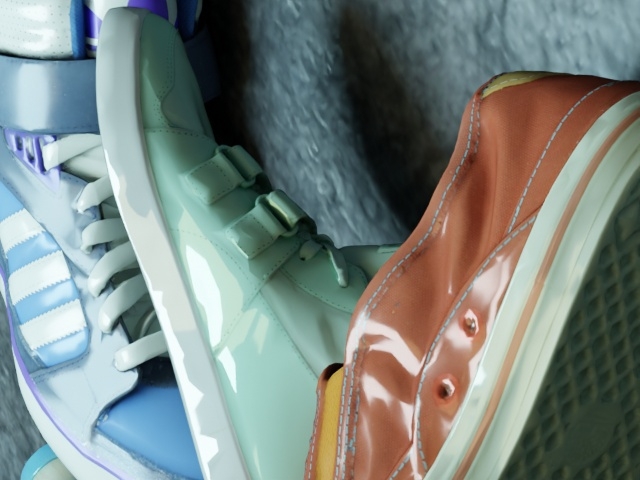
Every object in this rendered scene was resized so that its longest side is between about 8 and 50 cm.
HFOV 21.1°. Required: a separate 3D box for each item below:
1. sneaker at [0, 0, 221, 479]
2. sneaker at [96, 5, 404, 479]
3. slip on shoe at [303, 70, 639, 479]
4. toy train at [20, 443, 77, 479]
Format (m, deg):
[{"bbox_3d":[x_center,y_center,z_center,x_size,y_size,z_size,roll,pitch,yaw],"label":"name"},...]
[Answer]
[{"bbox_3d":[-0.094,-0.029,0.846,0.323,0.130,0.236,54,148,36],"label":"sneaker"},{"bbox_3d":[0.000,0.001,0.737,0.094,0.151,0.256,58,-168,-78],"label":"sneaker"},{"bbox_3d":[0.042,0.088,0.633,0.101,0.123,0.331,34,104,43],"label":"slip on shoe"},{"bbox_3d":[-0.143,0.257,1.096,0.143,0.105,0.248,48,142,49],"label":"toy train"}]
